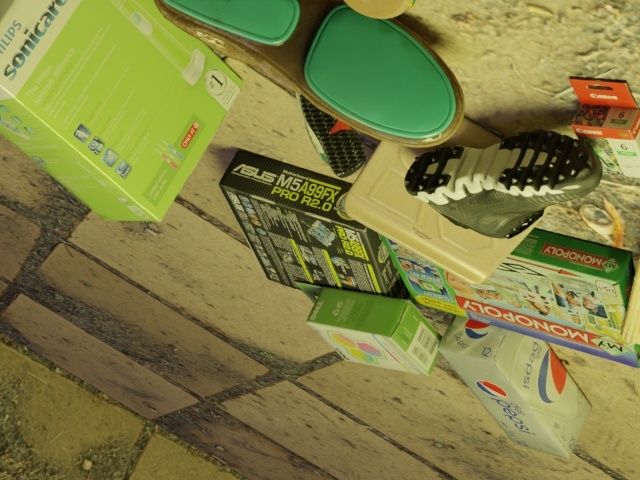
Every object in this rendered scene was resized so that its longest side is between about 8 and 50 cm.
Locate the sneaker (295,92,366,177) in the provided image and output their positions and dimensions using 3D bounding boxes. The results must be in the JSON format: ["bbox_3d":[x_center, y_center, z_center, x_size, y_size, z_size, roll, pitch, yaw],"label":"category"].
[{"bbox_3d":[-0.003,-0.145,1.424,0.075,0.057,0.161,43,162,48],"label":"sneaker"}]

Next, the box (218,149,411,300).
[{"bbox_3d":[0.000,0.000,1.738,0.216,0.060,0.270,18,156,23],"label":"box"}]

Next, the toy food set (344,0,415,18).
[{"bbox_3d":[0.048,-0.239,1.193,0.083,0.020,0.082,9,138,24],"label":"toy food set"}]

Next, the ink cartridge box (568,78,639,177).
[{"bbox_3d":[0.274,-0.105,1.225,0.063,0.029,0.115,10,153,38],"label":"ink cartridge box"}]

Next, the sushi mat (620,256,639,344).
[{"bbox_3d":[0.407,0.047,1.361,0.152,0.019,0.316,1,153,8],"label":"sushi mat"}]

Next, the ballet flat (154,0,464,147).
[{"bbox_3d":[-0.011,-0.190,1.290,0.342,0.116,0.124,25,178,8],"label":"ballet flat"}]

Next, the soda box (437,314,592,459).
[{"bbox_3d":[0.275,0.194,1.797,0.098,0.091,0.286,10,152,40],"label":"soda box"}]

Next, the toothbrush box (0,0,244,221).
[{"bbox_3d":[-0.254,-0.182,1.438,0.122,0.206,0.283,3,148,48],"label":"toothbrush box"}]

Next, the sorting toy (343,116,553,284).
[{"bbox_3d":[0.145,-0.055,1.433,0.193,0.038,0.208,29,140,-3],"label":"sorting toy"}]

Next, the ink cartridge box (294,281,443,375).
[{"bbox_3d":[0.054,0.121,1.777,0.209,0.062,0.109,8,152,41],"label":"ink cartridge box"}]

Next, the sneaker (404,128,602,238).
[{"bbox_3d":[0.199,-0.051,1.309,0.234,0.078,0.106,-3,142,48],"label":"sneaker"}]

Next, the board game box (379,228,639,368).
[{"bbox_3d":[0.236,0.049,1.588,0.317,0.046,0.213,15,154,29],"label":"board game box"}]
